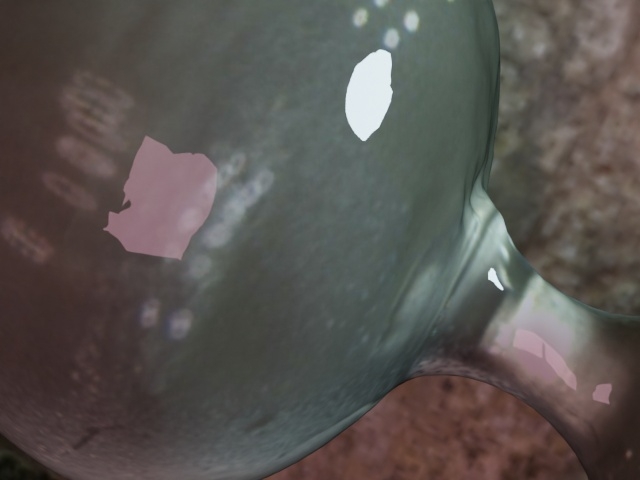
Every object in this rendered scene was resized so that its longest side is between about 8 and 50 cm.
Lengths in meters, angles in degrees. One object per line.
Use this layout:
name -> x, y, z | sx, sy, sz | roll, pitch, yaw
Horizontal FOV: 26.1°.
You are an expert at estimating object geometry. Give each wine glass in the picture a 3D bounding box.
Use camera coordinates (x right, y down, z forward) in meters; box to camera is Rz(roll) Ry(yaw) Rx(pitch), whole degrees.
wine glass -> 0.000, 0.000, 0.461 | 0.323, 0.238, 0.238 | 30, 106, 8
